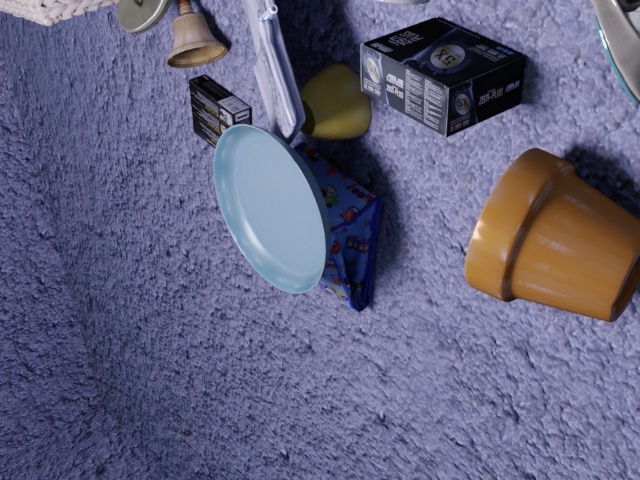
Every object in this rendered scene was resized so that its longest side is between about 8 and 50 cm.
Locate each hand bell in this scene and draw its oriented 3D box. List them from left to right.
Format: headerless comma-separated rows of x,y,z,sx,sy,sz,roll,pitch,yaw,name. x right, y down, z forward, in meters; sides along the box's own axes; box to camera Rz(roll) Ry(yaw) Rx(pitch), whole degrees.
-0.275,-0.484,1.961,0.126,0.126,0.242,-25,77,61,hand bell

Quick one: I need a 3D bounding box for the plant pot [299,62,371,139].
0.008,-0.227,1.667,0.134,0.095,0.134,39,142,39,plant pot

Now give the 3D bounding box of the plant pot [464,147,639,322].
0.320,0.009,1.256,0.188,0.205,0.205,28,137,26,plant pot

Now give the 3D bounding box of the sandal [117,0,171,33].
-0.328,-0.540,1.885,0.120,0.086,0.302,52,124,23,sandal

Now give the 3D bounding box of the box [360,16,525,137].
0.167,-0.232,1.348,0.180,0.147,0.077,37,142,41,box

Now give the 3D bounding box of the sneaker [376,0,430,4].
0.045,-0.450,1.419,0.366,0.135,0.150,31,122,44,sneaker

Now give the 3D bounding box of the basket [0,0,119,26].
-0.542,-0.633,2.024,0.331,0.328,0.266,26,135,48,basket

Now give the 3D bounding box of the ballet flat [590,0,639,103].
0.344,-0.277,1.102,0.248,0.086,0.086,64,151,3,ballet flat

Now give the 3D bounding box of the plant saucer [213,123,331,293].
-0.080,-0.059,1.706,0.318,0.044,0.317,33,136,39,plant saucer

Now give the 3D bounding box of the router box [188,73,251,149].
-0.212,-0.256,2.059,0.179,0.046,0.133,40,143,38,router box

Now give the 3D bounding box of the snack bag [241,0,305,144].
-0.096,-0.332,1.651,0.323,0.037,0.342,164,92,-83,snack bag

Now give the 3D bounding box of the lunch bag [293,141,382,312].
0.000,0.000,1.847,0.221,0.138,0.293,40,152,33,lunch bag
